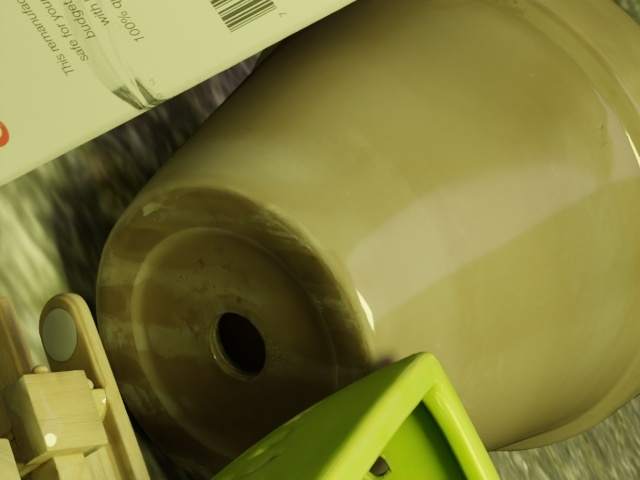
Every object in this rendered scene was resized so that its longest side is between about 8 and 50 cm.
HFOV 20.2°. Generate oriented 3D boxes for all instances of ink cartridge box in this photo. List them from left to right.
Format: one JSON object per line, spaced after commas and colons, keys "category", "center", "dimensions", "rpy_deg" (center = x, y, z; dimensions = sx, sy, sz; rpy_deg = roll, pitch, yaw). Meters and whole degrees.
{"category": "ink cartridge box", "center": [-0.107, -0.178, 0.925], "dimensions": [0.198, 0.272, 0.115], "rpy_deg": [57, 23, -19]}

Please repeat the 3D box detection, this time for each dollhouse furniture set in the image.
{"category": "dollhouse furniture set", "center": [-0.163, 0.075, 0.767], "dimensions": [0.151, 0.144, 0.123], "rpy_deg": [-1, 64, -49]}

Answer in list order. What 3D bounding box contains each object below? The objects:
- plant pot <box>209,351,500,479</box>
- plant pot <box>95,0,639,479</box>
{"category": "plant pot", "center": [-0.016, 0.212, 0.823], "dimensions": [0.227, 0.207, 0.228], "rpy_deg": [65, 21, -6]}
{"category": "plant pot", "center": [0.031, 0.014, 1.046], "dimensions": [0.280, 0.323, 0.323], "rpy_deg": [-32, 97, -50]}
